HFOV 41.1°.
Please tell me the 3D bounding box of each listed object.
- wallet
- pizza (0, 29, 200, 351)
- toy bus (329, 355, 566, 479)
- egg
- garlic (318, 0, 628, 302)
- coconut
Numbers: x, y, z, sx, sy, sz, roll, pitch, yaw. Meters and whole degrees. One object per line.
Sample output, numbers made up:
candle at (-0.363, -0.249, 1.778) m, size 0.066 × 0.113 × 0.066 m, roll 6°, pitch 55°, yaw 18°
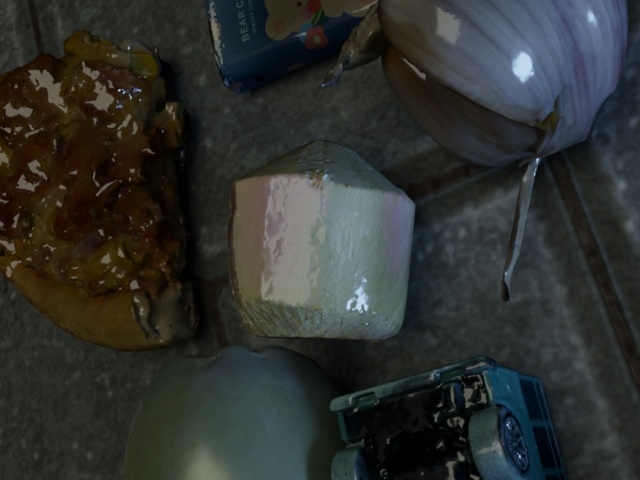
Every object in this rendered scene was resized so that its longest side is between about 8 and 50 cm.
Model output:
wallet at (-0.004, -0.223, 0.732) m, size 0.202 × 0.059 × 0.141 m, roll -16°, pitch 82°, yaw 29°
pizza at (-0.235, -0.062, 0.819) m, size 0.278 × 0.114 × 0.409 m, roll -49°, pitch 65°, yaw 21°
toy bus at (0.106, 0.217, 0.552) m, size 0.128 × 0.147 × 0.256 m, roll -22°, pitch 68°, yaw 27°
egg at (-0.053, 0.194, 0.624) m, size 0.183 × 0.183 × 0.217 m, roll -17°, pitch 66°, yaw 27°
garlic at (0.092, -0.101, 0.594) m, size 0.207 × 0.207 × 0.257 m, roll 19°, pitch 106°, yaw 31°
coconut at (0.000, 0.000, 0.651) m, size 0.147 × 0.147 × 0.153 m, roll 0°, pitch 85°, yaw 30°
